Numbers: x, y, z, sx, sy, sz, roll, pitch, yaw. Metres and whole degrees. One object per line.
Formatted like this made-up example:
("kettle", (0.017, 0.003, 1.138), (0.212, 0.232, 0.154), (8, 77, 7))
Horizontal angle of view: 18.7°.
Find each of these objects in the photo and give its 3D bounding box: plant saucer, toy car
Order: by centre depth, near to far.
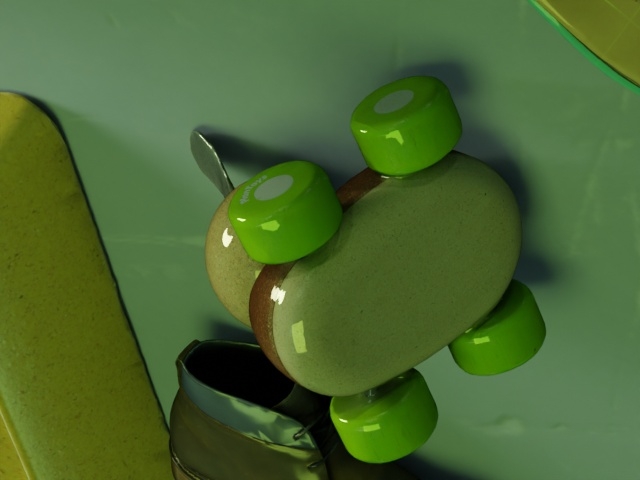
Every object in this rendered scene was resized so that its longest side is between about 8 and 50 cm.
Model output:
("toy car", (0.000, 0.000, 1.012), (0.188, 0.149, 0.155), (23, 144, 55))
("plant saucer", (-0.282, 0.050, 1.234), (0.332, 0.081, 0.333), (7, 134, 25))

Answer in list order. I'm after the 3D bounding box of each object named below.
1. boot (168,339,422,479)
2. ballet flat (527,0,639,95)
("boot", (0.003, 0.132, 1.142), (0.219, 0.082, 0.106), (17, 140, 19))
("ballet flat", (0.092, -0.146, 0.824), (0.232, 0.080, 0.073), (36, 124, -8))
